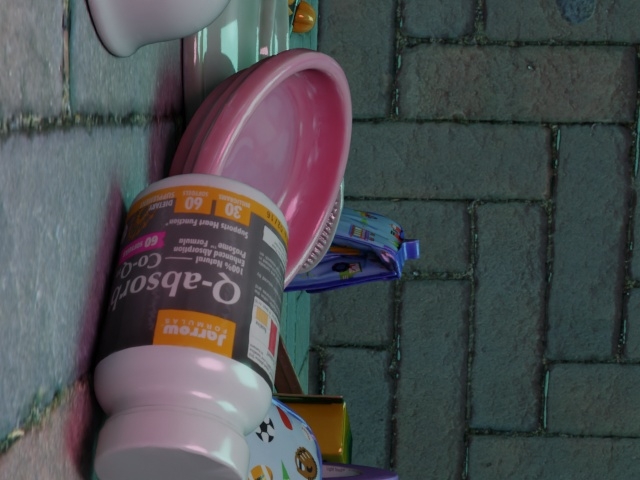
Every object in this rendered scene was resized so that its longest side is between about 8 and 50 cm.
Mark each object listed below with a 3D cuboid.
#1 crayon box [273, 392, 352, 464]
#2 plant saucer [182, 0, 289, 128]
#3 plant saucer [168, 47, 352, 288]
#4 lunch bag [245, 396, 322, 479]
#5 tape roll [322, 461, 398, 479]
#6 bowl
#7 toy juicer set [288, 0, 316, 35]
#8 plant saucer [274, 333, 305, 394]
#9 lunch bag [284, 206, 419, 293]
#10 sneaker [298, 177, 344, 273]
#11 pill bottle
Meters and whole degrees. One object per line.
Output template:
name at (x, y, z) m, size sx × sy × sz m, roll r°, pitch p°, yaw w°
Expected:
crayon box at (-0.060, 0.290, 1.726) m, size 0.318 × 0.202 × 0.081 m, roll 78°, pitch 15°, yaw -69°
plant saucer at (-0.101, -0.247, 1.586) m, size 0.400 × 0.100 × 0.400 m, roll 2°, pitch 90°, yaw -85°
plant saucer at (-0.078, -0.072, 1.399) m, size 0.332 × 0.084 × 0.332 m, roll -46°, pitch 149°, yaw -39°
lunch bag at (-0.107, 0.275, 1.178) m, size 0.243 × 0.115 × 0.303 m, roll 45°, pitch 34°, yaw -35°
tape roll at (-0.042, 0.328, 1.469) m, size 0.275 × 0.275 × 0.090 m, roll 58°, pitch 34°, yaw -82°
bowl at (-0.120, -0.312, 1.071) m, size 0.298 × 0.134 × 0.298 m, roll 3°, pitch 90°, yaw -86°
toy juicer set at (-0.058, -0.329, 1.862) m, size 0.329 × 0.089 × 0.209 m, roll 109°, pitch -5°, yaw -54°
plant saucer at (-0.075, 0.177, 1.884) m, size 0.278 × 0.041 × 0.278 m, roll 158°, pitch -90°, yaw -84°
lunch bag at (0.000, 0.000, 1.746) m, size 0.221 × 0.293 × 0.138 m, roll -67°, pitch 158°, yaw -78°
sneaker at (-0.012, -0.100, 1.618) m, size 0.161 × 0.102 × 0.282 m, roll -77°, pitch 177°, yaw -82°
pill bottle at (-0.118, 0.090, 1.085) m, size 0.162 × 0.162 × 0.278 m, roll 86°, pitch 7°, yaw -54°
